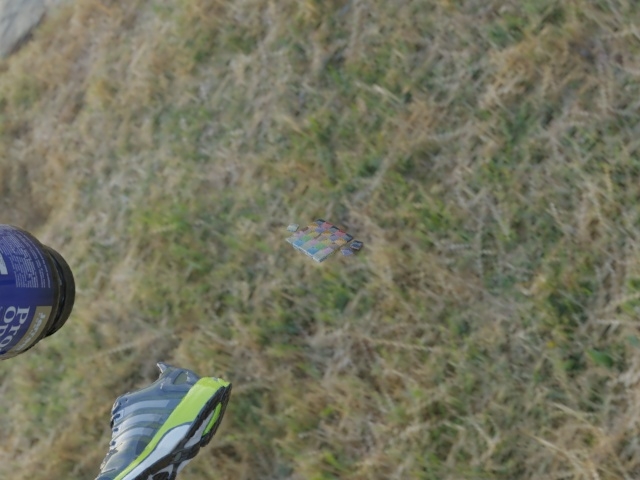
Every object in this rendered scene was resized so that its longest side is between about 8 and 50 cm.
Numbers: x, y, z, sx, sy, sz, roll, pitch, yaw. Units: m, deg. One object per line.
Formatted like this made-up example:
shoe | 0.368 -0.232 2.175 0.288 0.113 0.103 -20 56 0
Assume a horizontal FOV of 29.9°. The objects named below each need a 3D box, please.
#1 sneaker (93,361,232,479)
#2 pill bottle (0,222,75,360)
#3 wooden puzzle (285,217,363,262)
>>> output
sneaker | -0.247 0.279 1.611 0.121 0.111 0.300 24 43 21
pill bottle | -0.297 0.043 1.010 0.122 0.219 0.123 -1 88 15
wooden puzzle | 0.000 0.000 1.217 0.049 0.006 0.083 -32 46 -32
